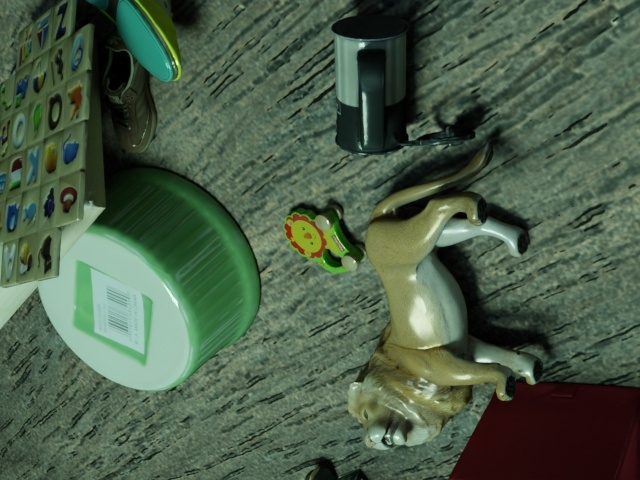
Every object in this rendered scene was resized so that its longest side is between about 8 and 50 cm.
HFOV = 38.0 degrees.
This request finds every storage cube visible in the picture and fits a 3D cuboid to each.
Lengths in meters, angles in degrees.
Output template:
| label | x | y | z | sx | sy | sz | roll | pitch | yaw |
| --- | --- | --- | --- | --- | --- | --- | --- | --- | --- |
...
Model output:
| label | x | y | z | sx | sy | sz | roll | pitch | yaw |
| --- | --- | --- | --- | --- | --- | --- | --- | --- | --- |
| storage cube | 0.288 | 0.300 | 1.104 | 0.215 | 0.193 | 0.184 | -1 | 118 | 33 |

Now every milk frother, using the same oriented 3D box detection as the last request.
| label | x | y | z | sx | sy | sz | roll | pitch | yaw |
| --- | --- | --- | --- | --- | --- | --- | --- | --- | --- |
| milk frother | 0.090 | -0.164 | 1.004 | 0.143 | 0.129 | 0.135 | -11 | 123 | -12 |

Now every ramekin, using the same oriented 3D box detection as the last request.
| label | x | y | z | sx | sy | sz | roll | pitch | yaw |
| --- | --- | --- | --- | --- | --- | --- | --- | --- | --- |
| ramekin | -0.251 | 0.064 | 1.306 | 0.303 | 0.148 | 0.303 | 15 | 126 | 22 |

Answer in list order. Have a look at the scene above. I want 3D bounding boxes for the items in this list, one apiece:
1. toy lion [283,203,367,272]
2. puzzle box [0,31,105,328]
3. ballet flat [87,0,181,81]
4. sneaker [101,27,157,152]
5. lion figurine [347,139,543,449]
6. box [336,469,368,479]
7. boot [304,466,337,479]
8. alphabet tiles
| label | x | y | z | sx | sy | sz | roll | pitch | yaw |
| --- | --- | --- | --- | --- | --- | --- | --- | --- | --- |
| toy lion | 0.000 | 0.000 | 1.196 | 0.096 | 0.034 | 0.100 | -22 | 107 | 46 |
| puzzle box | -0.408 | -0.060 | 1.273 | 0.052 | 0.272 | 0.409 | 13 | 144 | -35 |
| ballet flat | -0.228 | -0.288 | 1.111 | 0.231 | 0.077 | 0.077 | 44 | 147 | 9 |
| sneaker | -0.257 | -0.190 | 1.199 | 0.066 | 0.071 | 0.188 | 21 | 127 | 19 |
| lion figurine | 0.125 | 0.074 | 1.118 | 0.240 | 0.142 | 0.392 | 4 | 107 | 38 |
| box | 0.053 | 0.468 | 1.335 | 0.051 | 0.220 | 0.175 | -33 | 100 | 36 |
| boot | -0.037 | 0.426 | 1.465 | 0.137 | 0.077 | 0.198 | 12 | 124 | 31 |
| alphabet tiles | -0.347 | -0.117 | 1.140 | 0.285 | 0.011 | 0.343 | -11 | 75 | 50 |
